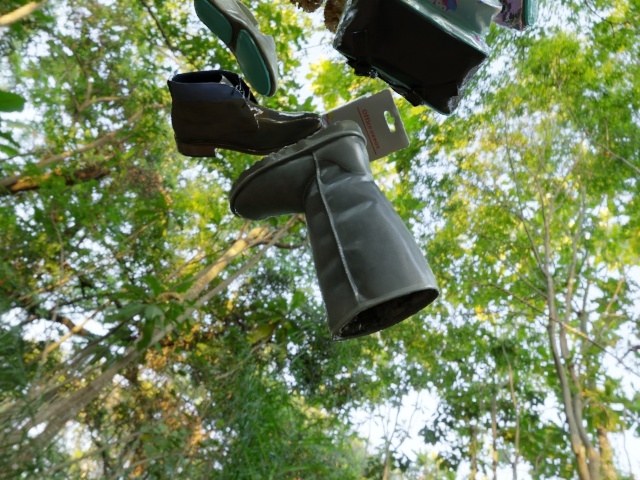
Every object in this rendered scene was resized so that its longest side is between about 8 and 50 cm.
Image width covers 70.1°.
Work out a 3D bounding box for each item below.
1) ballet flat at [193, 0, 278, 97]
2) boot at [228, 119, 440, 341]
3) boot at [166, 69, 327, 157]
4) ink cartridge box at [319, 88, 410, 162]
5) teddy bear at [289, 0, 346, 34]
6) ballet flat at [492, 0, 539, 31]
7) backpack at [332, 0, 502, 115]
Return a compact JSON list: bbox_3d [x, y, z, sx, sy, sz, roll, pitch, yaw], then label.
[{"bbox_3d":[-0.130,-0.362,0.815,0.248,0.086,0.086,53,-48,10],"label":"ballet flat"},{"bbox_3d":[-0.002,0.000,0.452,0.189,0.076,0.209,-29,-117,25],"label":"boot"},{"bbox_3d":[-0.101,-0.178,0.625,0.219,0.082,0.106,-7,-47,-3],"label":"boot"},{"bbox_3d":[0.053,-0.181,0.784,0.181,0.062,0.104,-18,-72,20],"label":"ink cartridge box"},{"bbox_3d":[0.028,-0.469,0.701,0.245,0.113,0.338,48,-27,-9],"label":"teddy bear"},{"bbox_3d":[0.241,-0.373,0.565,0.079,0.077,0.222,23,-34,30],"label":"ballet flat"},{"bbox_3d":[0.108,-0.250,0.529,0.165,0.188,0.145,24,-63,-7],"label":"backpack"}]
